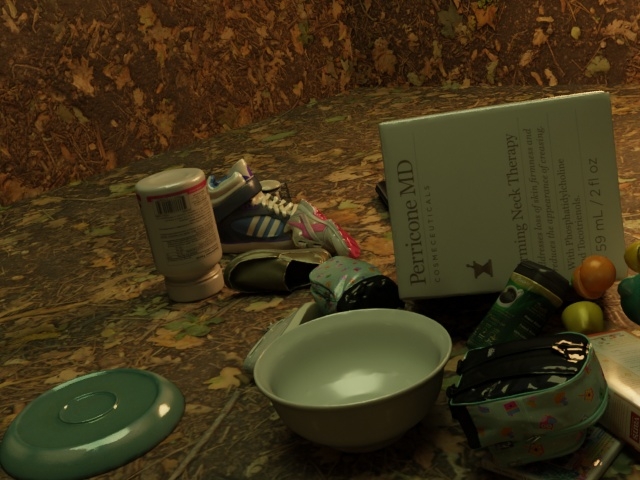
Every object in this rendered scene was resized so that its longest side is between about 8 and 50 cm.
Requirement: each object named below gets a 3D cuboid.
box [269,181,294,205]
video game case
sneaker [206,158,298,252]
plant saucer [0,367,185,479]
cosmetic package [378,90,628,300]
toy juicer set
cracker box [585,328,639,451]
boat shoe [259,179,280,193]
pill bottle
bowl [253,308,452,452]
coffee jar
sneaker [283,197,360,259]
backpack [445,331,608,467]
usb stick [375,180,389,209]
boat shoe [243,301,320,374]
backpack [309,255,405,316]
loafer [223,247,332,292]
[{"bbox_3d":[-0.228,-0.077,2.283,0.308,0.076,0.242,-12,20,-4],"label":"box"},{"bbox_3d":[0.321,0.284,1.080,0.143,0.019,0.157,9,26,42],"label":"video game case"},{"bbox_3d":[-0.147,-0.100,2.062,0.323,0.236,0.130,-7,20,11],"label":"sneaker"},{"bbox_3d":[-0.392,0.299,1.359,0.318,0.043,0.317,-9,19,3],"label":"plant saucer"},{"bbox_3d":[0.338,-0.076,1.508,0.394,0.329,0.327,-7,1,11],"label":"cosmetic package"},{"bbox_3d":[0.557,0.068,1.277,0.329,0.209,0.089,-7,35,11],"label":"toy juicer set"},{"bbox_3d":[0.446,0.207,1.136,0.156,0.067,0.232,-6,17,-18],"label":"cracker box"},{"bbox_3d":[-0.174,-0.138,2.251,0.125,0.038,0.046,-17,40,-15],"label":"boat shoe"},{"bbox_3d":[-0.317,-0.012,1.831,0.160,0.283,0.160,-9,20,3],"label":"pill bottle"},{"bbox_3d":[0.057,0.225,1.203,0.298,0.134,0.298,-9,20,3],"label":"bowl"},{"bbox_3d":[0.323,0.122,1.295,0.184,0.079,0.096,-56,19,1],"label":"coffee jar"},{"bbox_3d":[0.000,0.000,1.937,0.111,0.103,0.252,-50,41,-1],"label":"sneaker"},{"bbox_3d":[0.285,0.205,1.053,0.188,0.144,0.166,-26,8,28],"label":"backpack"},{"bbox_3d":[0.211,-0.117,2.223,0.077,0.045,0.278,-5,19,-5],"label":"usb stick"},{"bbox_3d":[-0.071,0.179,1.478,0.081,0.079,0.227,4,27,24],"label":"boat shoe"},{"bbox_3d":[0.059,0.103,1.577,0.152,0.115,0.182,-22,20,-24],"label":"backpack"},{"bbox_3d":[-0.095,0.067,1.782,0.251,0.094,0.087,-10,15,-1],"label":"loafer"}]
